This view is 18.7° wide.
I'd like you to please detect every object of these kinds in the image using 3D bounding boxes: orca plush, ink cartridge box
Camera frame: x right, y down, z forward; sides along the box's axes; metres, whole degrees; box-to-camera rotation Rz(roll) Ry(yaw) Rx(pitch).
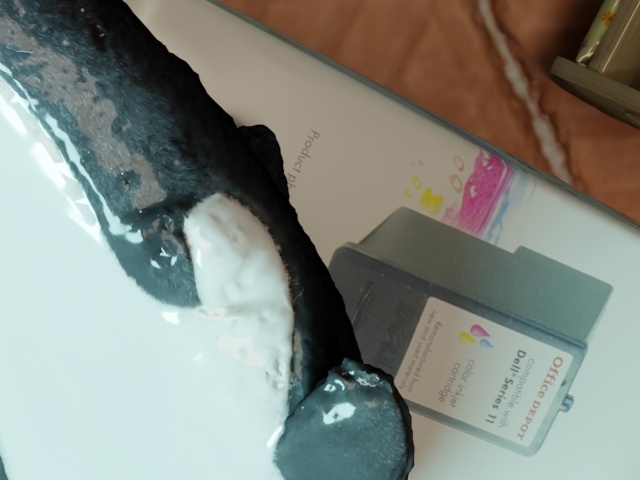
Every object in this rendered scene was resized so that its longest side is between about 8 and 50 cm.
[{"bbox_3d":[-0.054,-0.002,0.520,0.287,0.151,0.102,52,39,-18],"label":"orca plush"},{"bbox_3d":[0.000,0.000,0.693,0.353,0.207,0.119,26,94,-30],"label":"ink cartridge box"}]

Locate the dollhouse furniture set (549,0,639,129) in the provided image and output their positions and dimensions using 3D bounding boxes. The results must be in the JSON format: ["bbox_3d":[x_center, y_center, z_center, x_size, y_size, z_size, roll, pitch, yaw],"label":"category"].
[{"bbox_3d":[0.207,-0.114,0.849,0.161,0.101,0.182,26,93,-54],"label":"dollhouse furniture set"}]
